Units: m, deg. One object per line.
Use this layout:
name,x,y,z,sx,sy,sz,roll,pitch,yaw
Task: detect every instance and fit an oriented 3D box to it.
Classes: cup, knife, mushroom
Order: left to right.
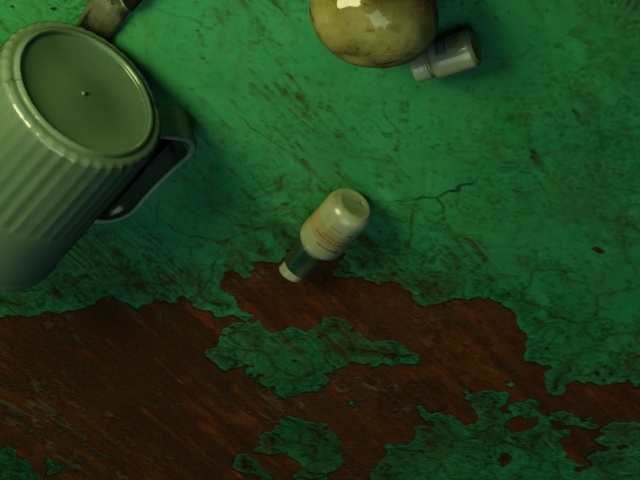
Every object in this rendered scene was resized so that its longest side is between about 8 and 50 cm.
cup,-0.366,-0.100,2.055,0.331,0.256,0.311,30,133,-22
knife,-0.282,-0.310,2.009,0.060,0.028,0.230,32,135,-19
mushroom,0.070,-0.290,1.909,0.166,0.127,0.166,14,157,6

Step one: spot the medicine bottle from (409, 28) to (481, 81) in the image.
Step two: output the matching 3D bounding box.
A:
medicine bottle,0.164,-0.243,1.986,0.089,0.052,0.052,-16,130,22

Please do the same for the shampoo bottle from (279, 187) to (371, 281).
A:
shampoo bottle,0.000,0.000,2.234,0.074,0.074,0.192,28,132,-18
